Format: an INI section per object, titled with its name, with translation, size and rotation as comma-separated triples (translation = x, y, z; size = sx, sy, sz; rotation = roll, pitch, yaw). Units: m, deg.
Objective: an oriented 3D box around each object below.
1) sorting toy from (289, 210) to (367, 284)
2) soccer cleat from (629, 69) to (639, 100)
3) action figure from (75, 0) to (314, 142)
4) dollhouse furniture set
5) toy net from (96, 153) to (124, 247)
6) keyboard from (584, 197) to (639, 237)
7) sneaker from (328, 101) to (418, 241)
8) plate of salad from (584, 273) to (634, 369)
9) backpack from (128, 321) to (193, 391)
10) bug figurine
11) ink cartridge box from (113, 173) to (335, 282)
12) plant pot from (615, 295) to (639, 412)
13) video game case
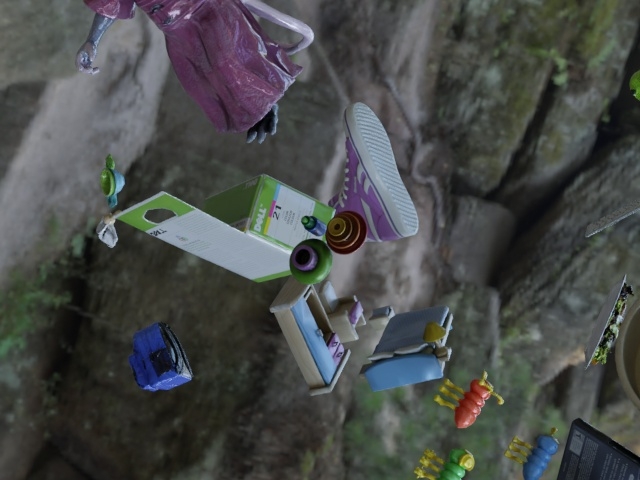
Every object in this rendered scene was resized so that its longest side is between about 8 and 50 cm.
[sorting toy]
translation = 0.000, 0.000, 1.094
size = 0.102, 0.042, 0.061
rotation = -37, -117, 13
[soccer cleat]
translation = 0.576, -0.211, 1.672
size = 0.072, 0.179, 0.060
rotation = -40, 179, -41
[action figure]
translation = -0.160, -0.305, 1.274
size = 0.248, 0.370, 0.275
rotation = -1, -136, 49
[dollhouse furniture set]
translation = 0.109, 0.124, 1.943
size = 0.198, 0.303, 0.286
rotation = 67, 26, -19
[toy net]
translation = -0.522, -0.088, 2.496
size = 0.122, 0.045, 0.232
rotation = 47, -47, 40
[keyboard]
translation = 0.556, -0.074, 1.707
size = 0.256, 0.014, 0.072
rotation = -31, 178, 24
[sneaker]
translation = 0.065, -0.119, 1.974
size = 0.102, 0.161, 0.282
rotation = -45, 119, -53
[plate of salad]
translation = 0.551, 0.159, 1.959
size = 0.200, 0.048, 0.200
rotation = -58, 163, -29
[backpack]
translation = -0.312, 0.220, 1.952
size = 0.098, 0.101, 0.120
rotation = 69, -1, -74
[bug figurine]
translation = 0.282, 0.355, 1.688
size = 0.072, 0.279, 0.216
rotation = 8, -117, 58
[ink cartridge box]
translation = -0.138, -0.038, 1.479
size = 0.189, 0.255, 0.097
rotation = -16, -127, 56
[plant pot]
translation = 0.670, 0.251, 1.651
size = 0.305, 0.334, 0.334
rotation = 58, 31, -44
[video game case]
translation = 0.523, 0.452, 1.749
size = 0.274, 0.026, 0.196
rotation = 32, -52, 38
